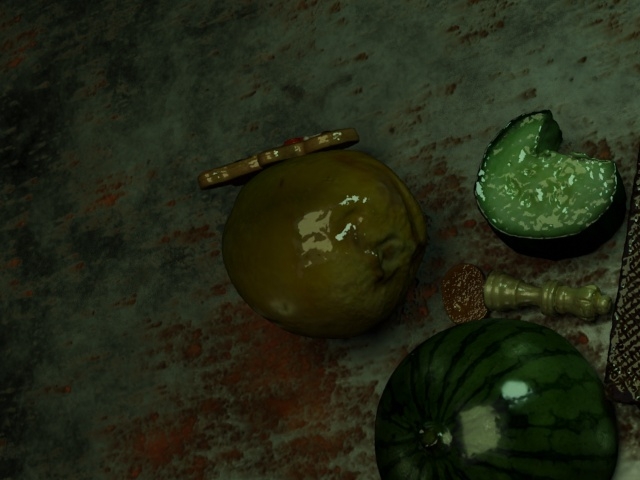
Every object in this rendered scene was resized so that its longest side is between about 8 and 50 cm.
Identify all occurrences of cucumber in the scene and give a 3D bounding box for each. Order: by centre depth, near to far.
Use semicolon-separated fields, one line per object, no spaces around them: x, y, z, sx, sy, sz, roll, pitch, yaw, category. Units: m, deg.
0.305;-0.061;1.874;0.191;0.130;0.191;-7;74;24;cucumber

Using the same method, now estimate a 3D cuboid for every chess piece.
0.306;0.077;1.870;0.172;0.060;0.060;8;78;29;chess piece

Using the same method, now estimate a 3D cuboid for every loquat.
0.000;0.000;1.954;0.284;0.276;0.276;25;88;36;loquat

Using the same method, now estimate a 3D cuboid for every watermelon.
0.202;0.240;1.805;0.331;0.189;0.330;-6;74;22;watermelon

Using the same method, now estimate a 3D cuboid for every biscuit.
0.448;0.030;1.792;0.107;0.073;0.388;4;76;32;biscuit
0.208;0.075;1.948;0.078;0.015;0.091;-17;67;23;biscuit
-0.053;-0.128;2.076;0.250;0.165;0.036;-18;87;32;biscuit
